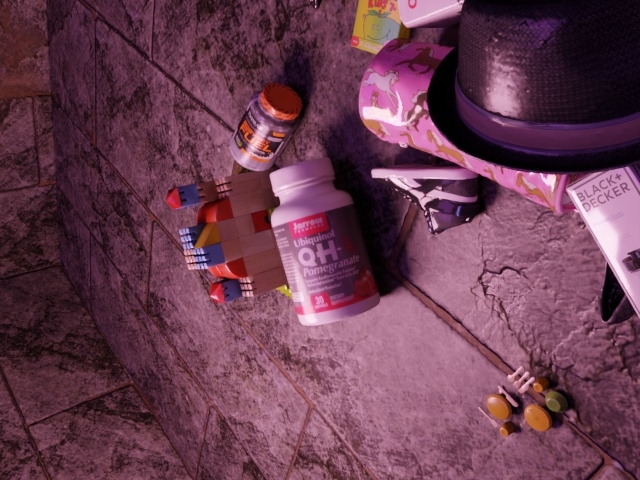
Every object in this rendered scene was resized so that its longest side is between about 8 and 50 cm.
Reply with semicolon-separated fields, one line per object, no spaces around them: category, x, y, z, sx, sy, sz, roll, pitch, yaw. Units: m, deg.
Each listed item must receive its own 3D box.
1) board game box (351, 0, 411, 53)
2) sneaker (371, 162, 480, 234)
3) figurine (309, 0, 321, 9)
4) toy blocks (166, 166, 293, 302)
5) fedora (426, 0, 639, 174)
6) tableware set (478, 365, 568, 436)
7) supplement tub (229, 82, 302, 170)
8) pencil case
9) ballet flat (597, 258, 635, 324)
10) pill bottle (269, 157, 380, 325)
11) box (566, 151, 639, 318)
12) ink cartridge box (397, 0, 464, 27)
board game box;0.115;-0.412;0.953;0.092;0.043;0.181;28;125;27
sneaker;0.177;-0.071;0.991;0.217;0.079;0.121;9;109;47
figurine;0.007;-0.568;1.019;0.215;0.092;0.209;-20;96;51
toy blocks;-0.209;-0.006;1.340;0.191;0.261;0.381;-6;99;51
fedora;0.274;-0.223;0.619;0.334;0.334;0.152;32;160;40
tableware set;0.349;0.286;0.966;0.104;0.024;0.154;47;134;25
supplement tub;-0.121;-0.253;1.256;0.117;0.117;0.190;59;140;17
pencil case;0.236;-0.175;0.821;0.386;0.167;0.160;33;87;39
ballet flat;0.414;0.036;0.766;0.057;0.049;0.173;14;114;46
pill bottle;0.000;0.000;1.156;0.176;0.176;0.318;-14;93;52
box;0.430;0.025;0.638;0.290;0.169;0.087;65;154;11
ink cartridge box;0.232;-0.427;0.761;0.273;0.115;0.198;0;103;50
